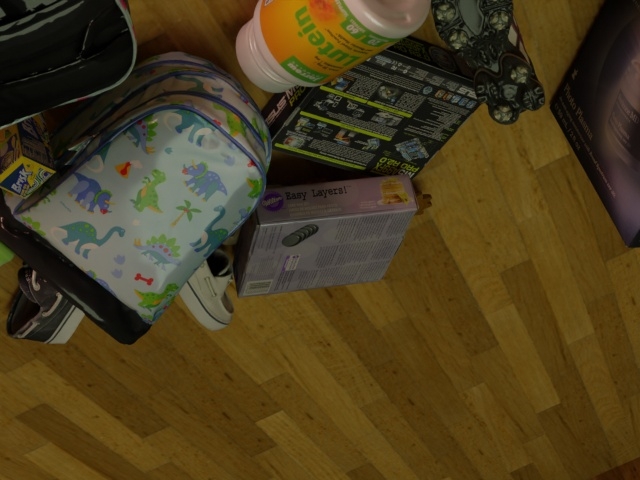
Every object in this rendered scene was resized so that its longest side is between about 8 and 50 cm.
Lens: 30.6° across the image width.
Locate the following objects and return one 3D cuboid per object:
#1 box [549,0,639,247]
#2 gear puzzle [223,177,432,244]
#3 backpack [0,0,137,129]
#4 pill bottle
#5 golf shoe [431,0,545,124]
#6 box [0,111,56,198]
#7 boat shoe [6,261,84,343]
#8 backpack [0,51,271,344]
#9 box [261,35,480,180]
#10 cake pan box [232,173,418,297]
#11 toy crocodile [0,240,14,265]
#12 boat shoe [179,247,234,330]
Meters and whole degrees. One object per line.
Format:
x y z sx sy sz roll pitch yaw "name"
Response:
0.502 -0.196 1.654 0.182 0.296 0.294 -2 139 -22 "box"
0.021 -0.058 1.808 0.338 0.044 0.175 -4 153 -21 "gear puzzle"
-0.333 -0.245 1.279 0.253 0.191 0.225 -13 146 3 "backpack"
0.005 -0.266 1.410 0.136 0.136 0.245 11 159 -35 "pill bottle"
0.215 -0.287 1.573 0.105 0.120 0.273 -19 122 13 "golf shoe"
-0.371 -0.135 1.421 0.059 0.169 0.054 -37 139 21 "box"
-0.391 0.054 1.720 0.102 0.108 0.301 3 145 -31 "boat shoe"
-0.221 -0.070 1.502 0.355 0.273 0.290 -47 109 -5 "backpack"
0.078 -0.192 1.655 0.270 0.060 0.216 12 134 -36 "box"
0.000 0.000 1.785 0.245 0.070 0.267 -5 154 -13 "cake pan box"
-0.591 0.080 1.648 0.340 0.105 0.115 -24 144 4 "toy crocodile"
-0.178 0.046 1.819 0.088 0.096 0.268 -20 136 7 "boat shoe"
